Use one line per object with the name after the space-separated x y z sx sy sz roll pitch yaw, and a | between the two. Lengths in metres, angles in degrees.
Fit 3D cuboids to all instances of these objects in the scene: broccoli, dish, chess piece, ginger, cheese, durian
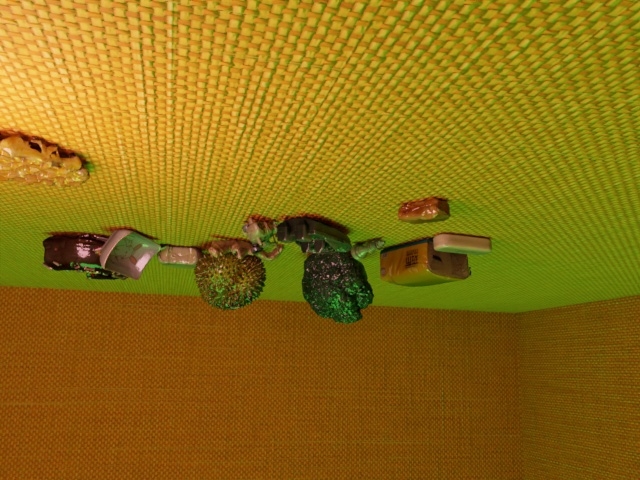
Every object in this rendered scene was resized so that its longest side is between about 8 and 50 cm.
0.064 0.164 2.266 0.308 0.307 0.275 -4 -155 25 | broccoli
-0.648 0.036 2.016 0.077 0.151 0.212 34 177 22 | dish
0.167 0.022 2.024 0.059 0.059 0.149 10 158 -33 | chess piece
-0.252 0.036 2.084 0.288 0.075 0.089 7 -152 -33 | ginger
-0.514 0.071 2.285 0.164 0.070 0.249 0 169 4 | cheese
-0.331 0.142 2.212 0.292 0.224 0.291 -5 168 -1 | durian

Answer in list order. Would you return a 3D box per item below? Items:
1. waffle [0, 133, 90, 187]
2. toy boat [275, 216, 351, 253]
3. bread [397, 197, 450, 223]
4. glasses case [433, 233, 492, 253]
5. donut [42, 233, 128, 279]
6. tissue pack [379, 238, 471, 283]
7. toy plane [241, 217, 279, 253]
-0.620 -0.161 1.244 0.263 0.060 0.280 1 170 -14 | waffle
0.000 0.000 1.830 0.141 0.092 0.320 -4 168 32 | toy boat
0.267 -0.072 1.553 0.132 0.053 0.074 -7 166 41 | bread
0.457 0.013 1.937 0.197 0.050 0.083 6 165 -19 | glasses case
-0.793 0.068 2.163 0.260 0.136 0.345 2 170 10 | donut
0.355 0.084 2.081 0.193 0.133 0.271 9 166 -28 | tissue pack
-0.173 -0.012 1.847 0.108 0.092 0.286 -23 167 -5 | toy plane
